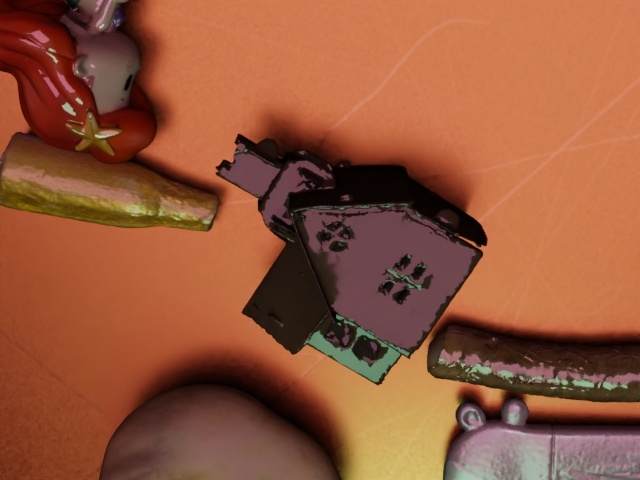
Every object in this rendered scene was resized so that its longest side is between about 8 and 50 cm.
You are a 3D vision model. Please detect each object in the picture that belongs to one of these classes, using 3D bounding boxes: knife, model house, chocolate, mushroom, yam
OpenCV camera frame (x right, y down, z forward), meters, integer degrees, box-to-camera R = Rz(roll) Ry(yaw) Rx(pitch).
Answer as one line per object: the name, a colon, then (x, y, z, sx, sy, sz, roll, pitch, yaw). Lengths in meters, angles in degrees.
knife: (0.323, 0.222, 1.852, 0.398, 0.038, 0.132, 0, 104, 3)
model house: (0.000, 0.000, 1.744, 0.243, 0.211, 0.204, 32, 99, -7)
chocolate: (-0.210, -0.047, 1.821, 0.219, 0.085, 0.086, 14, 101, 2)
mushroom: (-0.105, 0.281, 1.826, 0.254, 0.234, 0.260, 3, 60, -25)
yam: (0.256, 0.129, 1.826, 0.299, 0.066, 0.066, 5, 101, 4)

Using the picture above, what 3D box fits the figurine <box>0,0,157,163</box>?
figurine: (-0.235, -0.216, 1.756, 0.208, 0.181, 0.257, 9, 106, -37)
